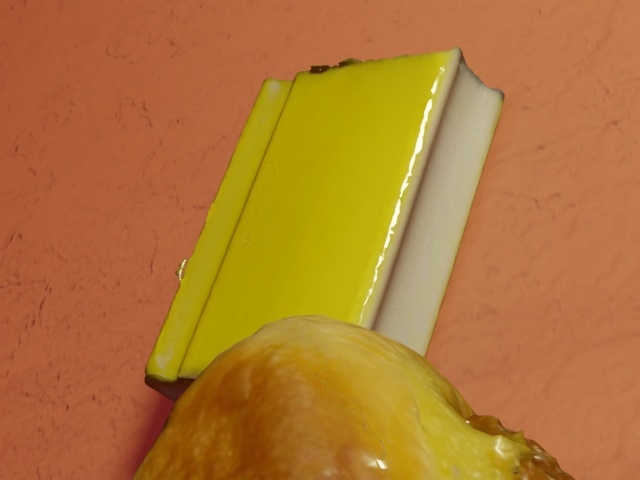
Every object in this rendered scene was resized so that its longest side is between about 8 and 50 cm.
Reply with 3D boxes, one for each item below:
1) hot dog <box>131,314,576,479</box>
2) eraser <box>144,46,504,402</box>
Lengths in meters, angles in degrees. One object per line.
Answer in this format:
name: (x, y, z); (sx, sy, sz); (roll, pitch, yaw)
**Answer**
hot dog: (-0.016, 0.233, 0.461); (0.223, 0.185, 0.405); (15, 70, 50)
eraser: (0.000, 0.000, 0.727); (0.158, 0.069, 0.226); (-2, 58, 40)
